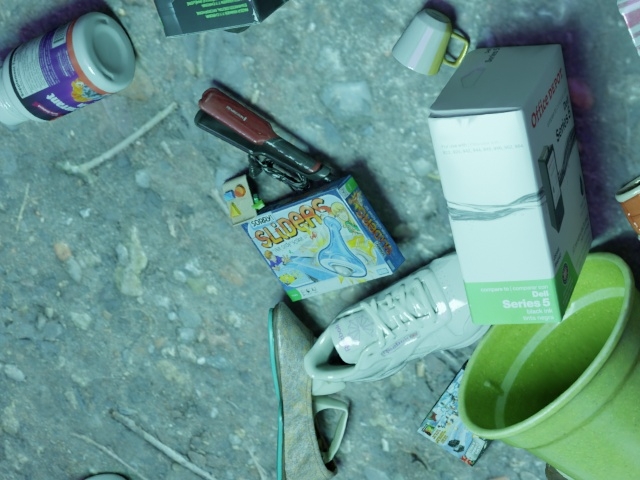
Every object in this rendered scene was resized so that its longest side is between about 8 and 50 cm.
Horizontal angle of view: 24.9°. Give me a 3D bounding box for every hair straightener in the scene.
[{"bbox_3d":[-0.062,-0.113,1.893,0.230,0.047,0.089,28,147,-1],"label":"hair straightener"}]

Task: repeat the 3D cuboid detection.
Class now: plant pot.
[{"bbox_3d":[0.355,0.198,1.779,0.254,0.276,0.276,40,127,-18],"label":"plant pot"}]

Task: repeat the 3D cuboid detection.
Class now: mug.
[{"bbox_3d":[0.131,-0.240,1.725,0.062,0.078,0.064,46,123,34],"label":"mug"}]

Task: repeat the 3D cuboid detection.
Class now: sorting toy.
[{"bbox_3d":[-0.102,-0.055,1.915,0.083,0.012,0.062,-17,85,53],"label":"sorting toy"}]

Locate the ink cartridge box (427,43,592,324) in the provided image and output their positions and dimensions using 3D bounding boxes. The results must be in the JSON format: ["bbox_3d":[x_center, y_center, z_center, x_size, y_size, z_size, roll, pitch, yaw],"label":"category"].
[{"bbox_3d":[0.227,-0.067,1.689,0.114,0.198,0.273,-2,118,24],"label":"ink cartridge box"}]

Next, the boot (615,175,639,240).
[{"bbox_3d":[0.422,-0.059,1.701,0.158,0.059,0.084,-31,98,35],"label":"boot"}]

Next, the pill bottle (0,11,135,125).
[{"bbox_3d":[-0.347,-0.218,1.902,0.193,0.108,0.108,-18,110,31],"label":"pill bottle"}]

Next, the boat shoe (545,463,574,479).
[{"bbox_3d":[0.418,0.347,1.932,0.257,0.095,0.095,33,140,9],"label":"boat shoe"}]

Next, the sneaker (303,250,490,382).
[{"bbox_3d":[0.105,0.111,1.870,0.305,0.152,0.114,-37,70,34],"label":"sneaker"}]

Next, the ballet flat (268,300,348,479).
[{"bbox_3d":[-0.015,0.215,2.037,0.106,0.107,0.316,-1,125,1],"label":"ballet flat"}]

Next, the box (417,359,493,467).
[{"bbox_3d":[0.205,0.238,1.987,0.094,0.027,0.137,33,126,3],"label":"box"}]

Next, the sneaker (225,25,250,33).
[{"bbox_3d":[-0.180,-0.362,1.733,0.109,0.130,0.286,-28,106,31],"label":"sneaker"}]

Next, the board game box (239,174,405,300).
[{"bbox_3d":[0.000,0.000,1.898,0.201,0.035,0.136,-19,110,47],"label":"board game box"}]

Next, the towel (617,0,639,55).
[{"bbox_3d":[0.432,-0.204,1.625,0.144,0.029,0.197,-16,111,29],"label":"towel"}]

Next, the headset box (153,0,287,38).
[{"bbox_3d":[-0.100,-0.387,1.608,0.131,0.246,0.283,-4,118,31],"label":"headset box"}]

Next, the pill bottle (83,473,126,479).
[{"bbox_3d":[-0.328,0.487,2.307,0.117,0.117,0.215,-6,116,26],"label":"pill bottle"}]
